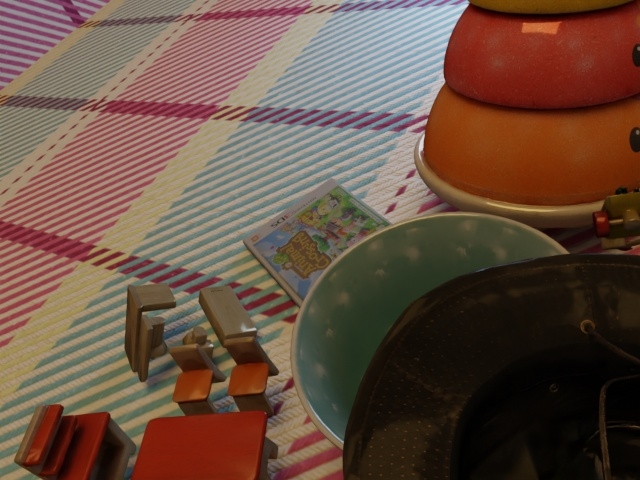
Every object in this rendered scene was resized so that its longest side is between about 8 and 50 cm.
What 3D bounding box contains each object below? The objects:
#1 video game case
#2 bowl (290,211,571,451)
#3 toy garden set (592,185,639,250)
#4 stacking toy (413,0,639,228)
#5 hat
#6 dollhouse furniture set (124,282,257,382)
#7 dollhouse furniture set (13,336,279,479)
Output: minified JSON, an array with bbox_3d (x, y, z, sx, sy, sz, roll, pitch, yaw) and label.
[{"bbox_3d":[0.000,0.000,0.938,0.193,0.023,0.212,-36,44,-11],"label":"video game case"},{"bbox_3d":[0.140,0.133,0.641,0.312,0.163,0.311,-13,45,14],"label":"bowl"},{"bbox_3d":[0.395,-0.029,0.632,0.204,0.244,0.049,-8,80,18],"label":"toy garden set"},{"bbox_3d":[0.284,-0.286,0.724,0.351,0.480,0.350,-6,36,5],"label":"stacking toy"},{"bbox_3d":[0.186,0.163,0.397,0.331,0.134,0.331,-6,61,12],"label":"hat"},{"bbox_3d":[-0.200,0.150,0.882,0.151,0.123,0.144,-4,33,-31],"label":"dollhouse furniture set"},{"bbox_3d":[-0.183,0.238,0.656,0.259,0.135,0.262,-9,45,15],"label":"dollhouse furniture set"}]
